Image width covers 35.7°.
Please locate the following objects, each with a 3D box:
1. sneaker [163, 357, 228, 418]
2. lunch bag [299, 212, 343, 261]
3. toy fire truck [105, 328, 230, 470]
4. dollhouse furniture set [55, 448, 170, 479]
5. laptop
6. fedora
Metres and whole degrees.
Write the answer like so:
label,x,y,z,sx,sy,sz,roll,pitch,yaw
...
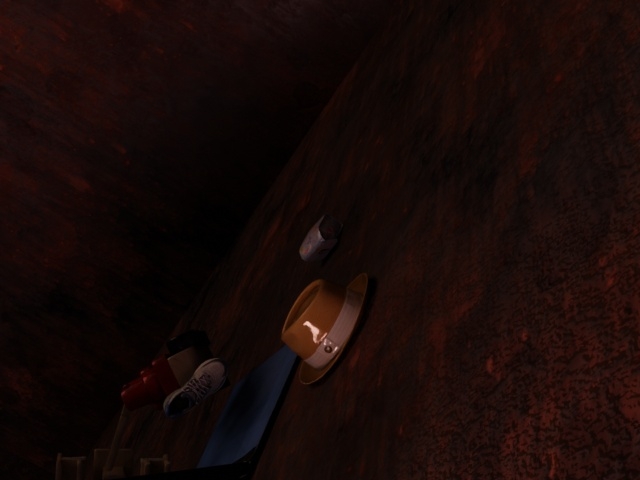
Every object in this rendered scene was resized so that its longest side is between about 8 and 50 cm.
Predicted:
label,x,y,z,sx,sy,sz,roll,pitch,yaw
sneaker,-0.206,0.251,1.649,0.135,0.052,0.058,-44,4,5
lunch bag,0.000,0.000,1.878,0.071,0.053,0.083,-50,4,33
toy fire truck,-0.296,0.285,1.795,0.246,0.158,0.217,-26,-5,-2
dollhouse furniture set,-0.409,0.522,1.944,0.161,0.212,0.242,-168,81,-77
laptop,-0.250,0.324,1.695,0.382,0.408,0.236,-45,52,55
fedora,-0.002,0.119,1.485,0.194,0.079,0.194,-57,11,17
